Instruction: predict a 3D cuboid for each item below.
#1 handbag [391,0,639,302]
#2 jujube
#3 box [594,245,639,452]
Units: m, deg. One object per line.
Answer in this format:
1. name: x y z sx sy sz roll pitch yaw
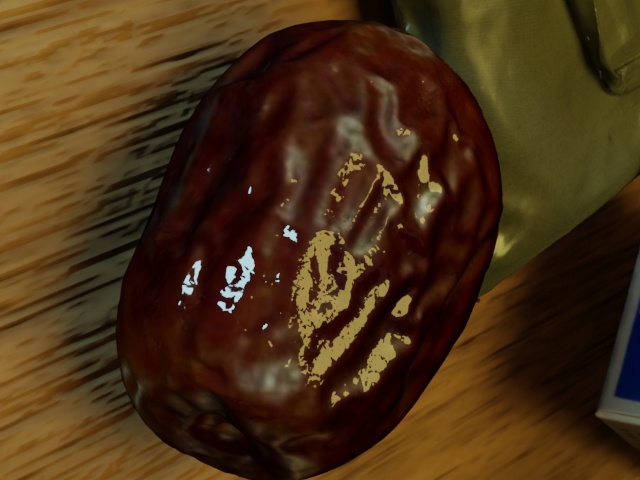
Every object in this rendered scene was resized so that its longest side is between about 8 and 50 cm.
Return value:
1. handbag: 0.162 -0.144 1.065 0.316 0.109 0.253 -34 121 -32
2. jujube: 0.000 0.000 0.868 0.183 0.183 0.243 48 51 -36
3. box: 0.289 0.073 1.174 0.343 0.065 0.200 37 67 -59
